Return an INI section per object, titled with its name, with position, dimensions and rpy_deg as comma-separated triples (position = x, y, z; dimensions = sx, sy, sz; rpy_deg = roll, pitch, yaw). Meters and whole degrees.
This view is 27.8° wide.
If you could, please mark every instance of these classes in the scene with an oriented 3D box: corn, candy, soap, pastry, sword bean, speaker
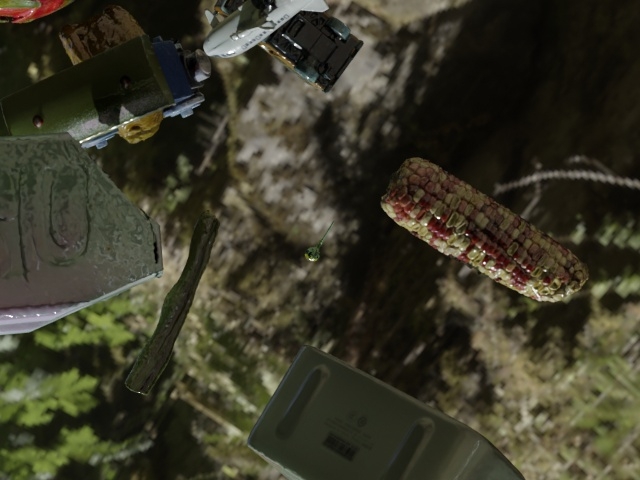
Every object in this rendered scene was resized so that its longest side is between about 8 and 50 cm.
[corn]
position = 0.215, -0.008, 1.689
dimensions = 0.290, 0.098, 0.098
rpy_deg = 30, -147, -1
[candy]
position = 0.000, 0.000, 2.253
dimensions = 0.025, 0.083, 0.023
rpy_deg = 39, -163, 33
[soap]
position = -0.444, -0.006, 1.765
dimensions = 0.446, 0.156, 0.261
rpy_deg = -4, -102, -10
[pastry]
position = -0.345, -0.290, 2.255
dimensions = 0.240, 0.132, 0.235
rpy_deg = 53, 171, 49
[sword bean]
position = -0.196, 0.083, 1.758
dimensions = 0.038, 0.269, 0.043
rpy_deg = 10, 162, 41
[speaker]
position = 0.083, 0.319, 1.899
dimensions = 0.406, 0.184, 0.183
rpy_deg = 23, 163, 46

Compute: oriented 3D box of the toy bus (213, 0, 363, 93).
[toy bus]
position = -0.047, -0.280, 1.659
dimensions = 0.182, 0.091, 0.103
rpy_deg = 36, 180, -23

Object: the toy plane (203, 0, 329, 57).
[toy plane]
position = -0.066, -0.257, 1.464
dimensions = 0.065, 0.171, 0.162
rpy_deg = 65, -155, -16

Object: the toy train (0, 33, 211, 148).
[toy train]
position = -0.318, -0.213, 1.962
dimensions = 0.131, 0.300, 0.202
rpy_deg = 67, -158, -5

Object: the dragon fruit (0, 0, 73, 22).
[dragon fruit]
position = -0.572, -0.509, 2.339
dimensions = 0.303, 0.237, 0.231
rpy_deg = -16, -83, -34
